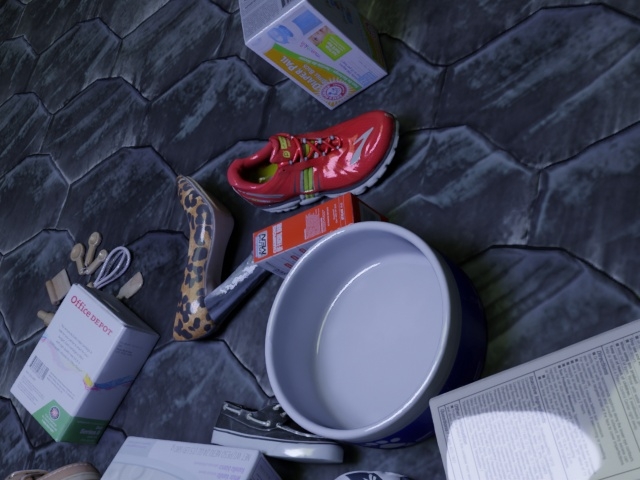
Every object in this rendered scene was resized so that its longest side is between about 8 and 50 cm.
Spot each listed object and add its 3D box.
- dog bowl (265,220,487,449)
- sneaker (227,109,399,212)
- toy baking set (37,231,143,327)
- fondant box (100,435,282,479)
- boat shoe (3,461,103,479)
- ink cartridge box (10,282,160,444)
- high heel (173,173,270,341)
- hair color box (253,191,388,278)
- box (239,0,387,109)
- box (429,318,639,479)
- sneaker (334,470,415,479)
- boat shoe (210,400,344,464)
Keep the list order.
[{"bbox_3d":[0.064,0.116,0.973,0.265,0.104,0.265,-17,60,32],"label":"dog bowl"},{"bbox_3d":[-0.017,-0.114,1.136,0.279,0.118,0.107,-22,58,30],"label":"sneaker"},{"bbox_3d":[-0.423,0.086,1.433,0.256,0.030,0.197,22,85,43],"label":"toy baking set"},{"bbox_3d":[-0.211,0.403,0.955,0.238,0.096,0.330,-5,41,34],"label":"fondant box"},{"bbox_3d":[-0.471,0.416,1.256,0.341,0.121,0.110,-34,53,24],"label":"boat shoe"},{"bbox_3d":[-0.383,0.199,1.296,0.154,0.093,0.212,31,92,35],"label":"ink cartridge box"},{"bbox_3d":[-0.209,0.023,1.241,0.186,0.093,0.261,-44,57,6],"label":"high heel"},{"bbox_3d":[0.000,0.000,1.087,0.167,0.093,0.053,-22,56,29],"label":"hair color box"},{"bbox_3d":[-0.008,-0.298,1.157,0.114,0.203,0.103,-29,53,28],"label":"box"},{"bbox_3d":[0.276,0.177,0.759,0.311,0.121,0.148,-26,55,27],"label":"box"},{"bbox_3d":[0.069,0.302,0.848,0.235,0.153,0.094,21,82,43],"label":"sneaker"},{"bbox_3d":[-0.059,0.245,1.031,0.219,0.077,0.070,-2,70,40],"label":"boat shoe"}]
